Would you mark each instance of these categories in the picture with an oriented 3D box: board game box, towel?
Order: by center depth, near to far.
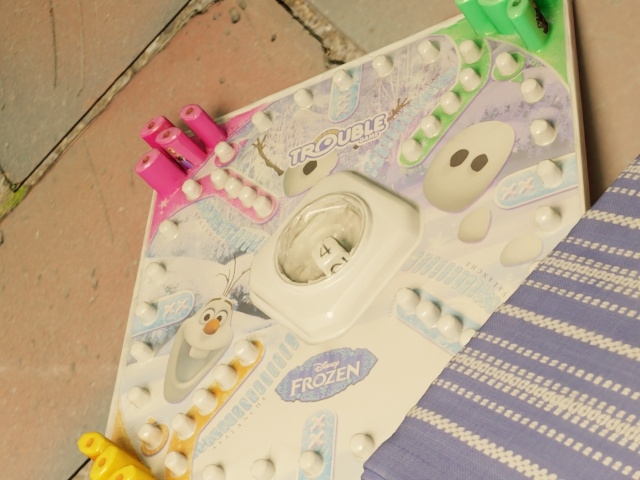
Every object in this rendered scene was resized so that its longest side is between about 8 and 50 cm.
[{"bbox_3d":[0.187,0.033,0.561,0.336,0.040,0.243,-45,26,-14],"label":"towel"},{"bbox_3d":[0.000,0.000,0.878,0.390,0.050,0.390,-20,46,28],"label":"board game box"}]
